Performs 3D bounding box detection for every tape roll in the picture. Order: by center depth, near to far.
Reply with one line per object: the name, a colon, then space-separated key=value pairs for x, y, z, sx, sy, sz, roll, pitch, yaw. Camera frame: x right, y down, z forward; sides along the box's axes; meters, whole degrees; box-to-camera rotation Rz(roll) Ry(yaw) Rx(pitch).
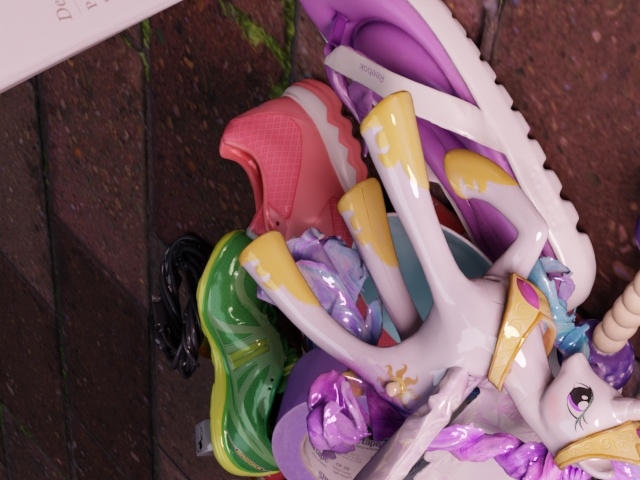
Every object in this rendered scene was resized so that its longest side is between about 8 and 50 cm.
tape roll: x=0.050 y=0.192 z=1.744 sx=0.189 sy=0.080 sz=0.189 roll=8 pitch=134 yaw=8

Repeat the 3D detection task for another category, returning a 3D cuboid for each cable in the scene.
cable: x=-0.165 y=0.083 z=2.129 sx=0.184 sy=0.047 sz=0.150 roll=-111 pitch=38 yaw=-51

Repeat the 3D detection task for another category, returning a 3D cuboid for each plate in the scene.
plate: x=0.110 y=0.047 z=1.550 sx=0.188 sy=0.024 sz=0.188 roll=27 pitch=140 yaw=25

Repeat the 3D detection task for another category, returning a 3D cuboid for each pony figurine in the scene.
pony figurine: x=0.091 y=0.114 z=1.405 sx=0.351 sy=0.303 sz=0.363 roll=-46 pitch=69 yaw=33

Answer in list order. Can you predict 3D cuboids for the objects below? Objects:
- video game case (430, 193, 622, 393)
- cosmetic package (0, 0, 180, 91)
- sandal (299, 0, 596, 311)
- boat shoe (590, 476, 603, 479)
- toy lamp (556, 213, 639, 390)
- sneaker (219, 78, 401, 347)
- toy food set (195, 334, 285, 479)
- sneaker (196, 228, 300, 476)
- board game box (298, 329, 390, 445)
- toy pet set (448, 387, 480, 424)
video game case: x=0.173 y=0.095 z=1.654 sx=0.285 sy=0.025 sz=0.204 roll=41 pitch=148 yaw=31
cosmetic package: x=-0.294 y=-0.325 z=1.611 sx=0.329 sy=0.394 sz=0.327 roll=-7 pitch=111 yaw=62
sandal: x=0.088 y=-0.102 z=1.507 sx=0.416 sy=0.102 sz=0.169 roll=52 pitch=152 yaw=10
boat shoe: x=0.282 y=0.224 z=1.514 sx=0.254 sy=0.079 sz=0.095 roll=36 pitch=145 yaw=20
toy lamp: x=0.263 y=0.036 z=1.382 sx=0.080 sy=0.080 sz=0.274 roll=50 pitch=151 yaw=17
sneaker: x=0.000 y=0.000 z=1.684 sx=0.313 sy=0.136 sz=0.116 roll=63 pitch=159 yaw=14
toy food set: x=-0.085 y=0.212 z=2.099 sx=0.104 sy=0.111 sz=0.232 roll=143 pitch=127 yaw=-63
sneaker: x=-0.067 y=0.129 z=1.998 sx=0.124 sy=0.109 sz=0.295 roll=0 pitch=102 yaw=28
board game box: x=0.044 y=0.129 z=1.844 sx=0.194 sy=0.060 sz=0.194 roll=53 pitch=162 yaw=32
toy pet set: x=0.182 y=0.169 z=1.634 sx=0.122 sy=0.065 sz=0.114 roll=36 pitch=169 yaw=-35
